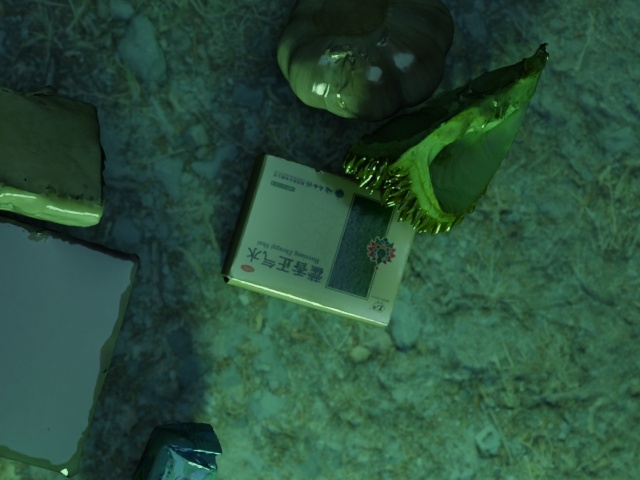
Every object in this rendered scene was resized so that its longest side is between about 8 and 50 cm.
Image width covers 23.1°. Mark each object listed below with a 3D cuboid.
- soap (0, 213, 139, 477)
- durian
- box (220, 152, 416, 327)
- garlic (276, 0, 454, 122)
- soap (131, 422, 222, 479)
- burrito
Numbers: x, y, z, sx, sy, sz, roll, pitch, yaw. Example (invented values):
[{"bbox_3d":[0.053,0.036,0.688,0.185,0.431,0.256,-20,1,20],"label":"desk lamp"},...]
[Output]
[{"bbox_3d":[-0.394,0.111,1.876,0.296,0.107,0.285,18,87,-10],"label":"soap"},{"bbox_3d":[0.156,-0.146,1.900,0.163,0.198,0.394,34,45,21],"label":"durian"},{"bbox_3d":[0.000,0.000,1.958,0.212,0.095,0.168,17,90,-10],"label":"box"},{"bbox_3d":[0.058,-0.241,1.927,0.227,0.152,0.228,-3,58,4],"label":"garlic"},{"bbox_3d":[-0.207,0.355,1.890,0.077,0.156,0.293,23,86,-12],"label":"soap"},{"bbox_3d":[-0.417,-0.114,1.803,0.332,0.135,0.190,16,50,-26],"label":"burrito"}]
